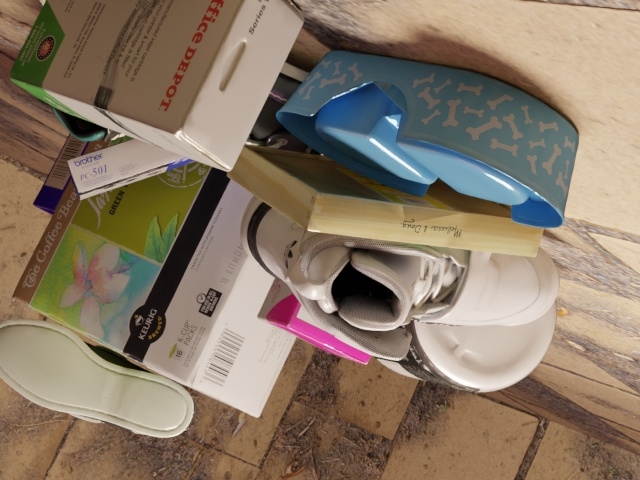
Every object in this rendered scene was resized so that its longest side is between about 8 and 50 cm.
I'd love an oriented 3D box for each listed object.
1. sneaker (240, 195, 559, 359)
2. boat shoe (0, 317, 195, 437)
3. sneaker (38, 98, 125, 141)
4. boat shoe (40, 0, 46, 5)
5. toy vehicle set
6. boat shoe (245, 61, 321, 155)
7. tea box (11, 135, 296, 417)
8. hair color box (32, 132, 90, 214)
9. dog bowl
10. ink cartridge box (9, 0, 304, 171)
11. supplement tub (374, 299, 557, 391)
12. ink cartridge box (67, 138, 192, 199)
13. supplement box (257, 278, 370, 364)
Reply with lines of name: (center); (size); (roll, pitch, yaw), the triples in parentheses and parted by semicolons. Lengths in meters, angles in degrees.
sneaker: (0.106, 0.046, 1.405); (0.365, 0.137, 0.210); (14, -164, -19)
boat shoe: (-0.320, 0.199, 1.893); (0.302, 0.114, 0.091); (27, 168, 0)
sneaker: (-0.261, -0.170, 1.639); (0.108, 0.121, 0.302); (24, 173, 18)
boat shoe: (-0.197, -0.191, 1.370); (0.109, 0.094, 0.302); (22, 172, 29)
toy vehicle set: (0.064, -0.039, 1.322); (0.266, 0.035, 0.166); (6, -164, -32)
boat shoe: (-0.043, -0.111, 1.395); (0.116, 0.099, 0.319); (26, 173, 1)
tea box: (-0.183, 0.017, 1.878); (0.323, 0.329, 0.220); (21, 172, 28)
hair color box: (-0.271, -0.059, 2.214); (0.338, 0.185, 0.110); (31, 172, -30)
dog bowl: (0.094, -0.092, 1.166); (0.297, 0.074, 0.166); (19, 170, 47)
ink cartridge box: (-0.138, -0.162, 1.146); (0.208, 0.153, 0.087); (22, 173, 35)
supplement tub: (0.157, 0.087, 1.749); (0.193, 0.194, 0.316); (27, 173, -13)
ink cartridge box: (-0.208, -0.107, 1.689); (0.097, 0.207, 0.046); (160, 90, -79)
supplement box: (0.032, 0.016, 1.559); (0.114, 0.220, 0.111); (28, 173, -20)
